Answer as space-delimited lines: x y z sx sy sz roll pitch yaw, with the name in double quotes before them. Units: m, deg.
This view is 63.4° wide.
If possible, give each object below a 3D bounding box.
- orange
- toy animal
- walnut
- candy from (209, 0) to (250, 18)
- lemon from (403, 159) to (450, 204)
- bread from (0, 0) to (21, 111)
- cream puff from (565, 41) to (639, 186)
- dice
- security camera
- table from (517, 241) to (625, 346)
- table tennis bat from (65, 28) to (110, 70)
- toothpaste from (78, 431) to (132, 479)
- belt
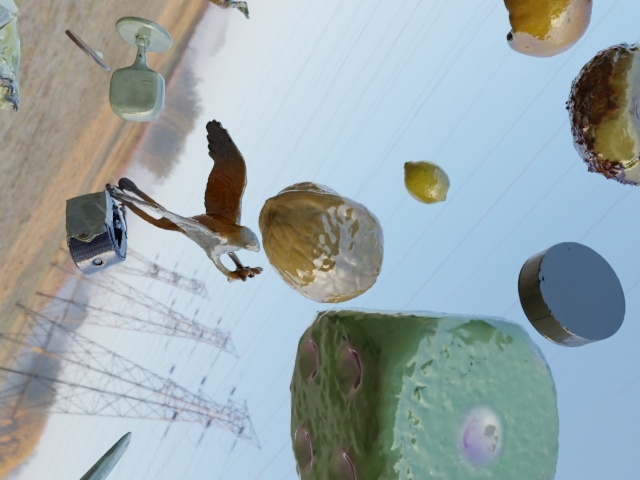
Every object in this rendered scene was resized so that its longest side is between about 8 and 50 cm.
"orange" 0.350 -0.366 0.817 0.134 0.156 0.156 -25 -147 6
"toy animal" -0.246 -0.024 0.959 0.284 0.302 0.225 -20 -157 53
"walnut" 0.000 0.000 0.459 0.105 0.124 0.105 -35 -145 30
"candy" -0.237 -0.554 1.160 0.046 0.182 0.053 -63 -165 18
"lemon" 0.157 -0.089 0.774 0.062 0.083 0.062 -45 176 -4
"bread" -0.420 -0.280 0.568 0.262 0.162 0.204 141 -54 -64
"cream puff" 0.307 -0.122 0.528 0.084 0.149 0.149 -9 -121 65
"dice" 0.144 0.271 0.821 0.330 0.318 0.322 163 -68 -64
"security camera" -0.177 -0.161 0.505 0.058 0.058 0.092 -7 -107 62
"table" 0.328 0.070 0.678 0.043 0.133 0.133 127 -21 -62
"table tennis bat" -0.411 -0.340 0.931 0.013 0.087 0.156 -46 -160 1
"toothpaste" -0.315 0.333 0.679 0.197 0.029 0.048 -50 165 -57
"belt" -0.530 -0.024 1.256 0.126 0.140 0.230 -20 -139 -7
